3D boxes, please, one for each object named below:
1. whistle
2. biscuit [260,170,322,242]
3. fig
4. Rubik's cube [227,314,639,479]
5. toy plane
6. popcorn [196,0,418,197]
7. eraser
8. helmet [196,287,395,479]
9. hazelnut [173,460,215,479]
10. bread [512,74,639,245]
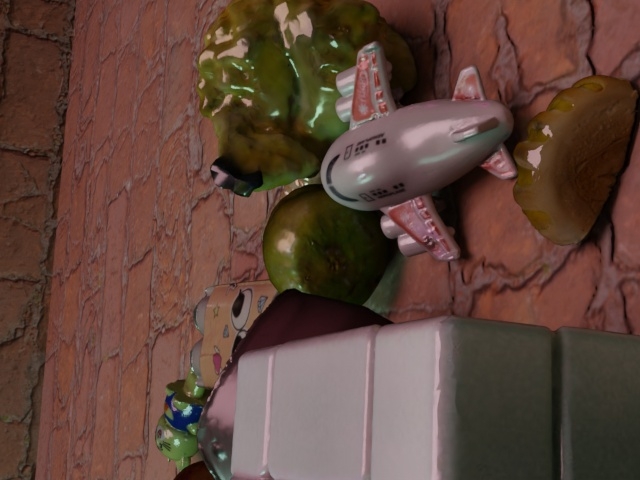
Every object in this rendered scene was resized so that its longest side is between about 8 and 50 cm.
[{"bbox_3d":[-0.234,0.297,1.591,0.105,0.085,0.227,42,119,49],"label":"whistle"},{"bbox_3d":[-0.033,-0.068,1.341,0.055,0.061,0.219,-86,22,-52],"label":"biscuit"},{"bbox_3d":[0.013,0.004,1.157,0.233,0.167,0.167,-52,-14,-65],"label":"fig"},{"bbox_3d":[0.128,0.233,0.648,0.319,0.322,0.315,-22,64,61],"label":"Rubik's cube"},{"bbox_3d":[0.100,-0.096,0.992,0.252,0.118,0.252,15,117,33],"label":"toy plane"},{"bbox_3d":[-0.013,-0.206,1.153,0.237,0.293,0.292,10,-91,-76],"label":"popcorn"},{"bbox_3d":[-0.110,0.151,1.392,0.291,0.087,0.171,-10,71,61],"label":"eraser"},{"bbox_3d":[0.033,0.212,0.937,0.197,0.271,0.338,7,130,31],"label":"helmet"},{"bbox_3d":[-0.133,0.390,1.288,0.204,0.178,0.177,-22,57,24],"label":"hazelnut"},{"bbox_3d":[0.219,-0.074,0.822,0.083,0.095,0.157,28,115,58],"label":"bread"}]
